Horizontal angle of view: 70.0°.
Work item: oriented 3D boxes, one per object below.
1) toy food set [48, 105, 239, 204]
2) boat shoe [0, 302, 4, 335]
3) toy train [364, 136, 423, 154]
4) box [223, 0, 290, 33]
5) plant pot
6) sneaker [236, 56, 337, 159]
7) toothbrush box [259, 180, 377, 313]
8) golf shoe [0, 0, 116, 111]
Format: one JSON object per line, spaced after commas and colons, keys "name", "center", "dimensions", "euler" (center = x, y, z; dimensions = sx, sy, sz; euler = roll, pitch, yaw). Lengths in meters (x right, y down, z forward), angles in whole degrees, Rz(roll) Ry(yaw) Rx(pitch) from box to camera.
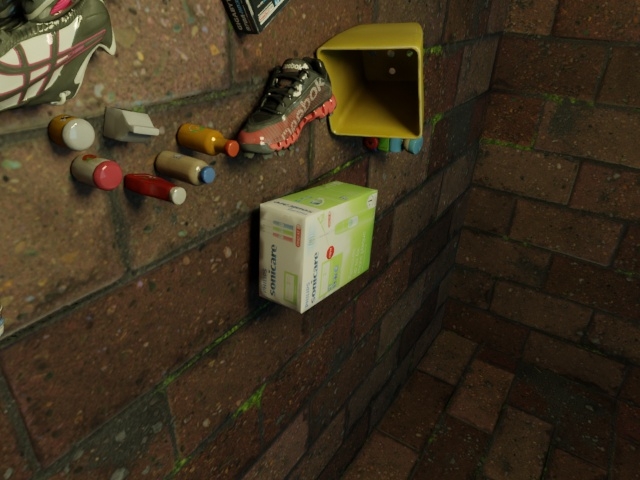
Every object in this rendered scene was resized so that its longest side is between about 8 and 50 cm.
{"name": "toy food set", "center": [-0.227, -0.113, 0.624], "dimensions": [0.232, 0.105, 0.111], "euler": [-10, 116, -59]}
{"name": "boat shoe", "center": [-0.421, 0.086, 0.459], "dimensions": [0.183, 0.066, 0.066], "euler": [-20, 120, -67]}
{"name": "toy train", "center": [0.200, -0.348, 1.194], "dimensions": [0.105, 0.143, 0.248], "euler": [-41, 141, -43]}
{"name": "box", "center": [-0.085, -0.465, 0.713], "dimensions": [0.220, 0.051, 0.175], "euler": [-58, 149, -23]}
{"name": "plant pot", "center": [0.137, -0.373, 1.022], "dimensions": [0.212, 0.212, 0.187], "euler": [76, 30, -46]}
{"name": "sneaker", "center": [-0.065, -0.252, 0.835], "dimensions": [0.276, 0.098, 0.135], "euler": [-49, 145, -38]}
{"name": "toothbrush box", "center": [0.000, 0.000, 1.004], "dimensions": [0.283, 0.122, 0.206], "euler": [-23, 124, -51]}
{"name": "golf shoe", "center": [-0.308, -0.167, 0.456], "dimensions": [0.272, 0.105, 0.120], "euler": [-58, 156, -22]}
